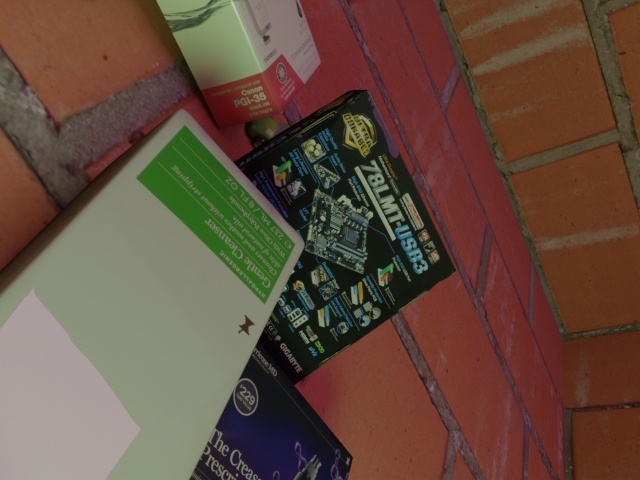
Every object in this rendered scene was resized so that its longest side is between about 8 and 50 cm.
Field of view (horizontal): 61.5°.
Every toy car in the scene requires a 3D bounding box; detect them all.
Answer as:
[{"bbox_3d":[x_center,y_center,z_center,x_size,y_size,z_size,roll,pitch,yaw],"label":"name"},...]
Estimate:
[{"bbox_3d":[-0.038,-0.125,0.915,0.225,0.053,0.239,51,38,-35],"label":"toy car"}]

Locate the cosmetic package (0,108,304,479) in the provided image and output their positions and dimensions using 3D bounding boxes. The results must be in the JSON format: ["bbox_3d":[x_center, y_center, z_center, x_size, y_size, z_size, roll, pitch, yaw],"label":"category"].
[{"bbox_3d":[-0.179,0.081,0.456,0.197,0.155,0.366,48,42,-24],"label":"cosmetic package"}]

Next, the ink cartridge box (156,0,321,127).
[{"bbox_3d":[-0.123,-0.341,0.775,0.283,0.117,0.207,67,31,-32],"label":"ink cartridge box"}]

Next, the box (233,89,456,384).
[{"bbox_3d":[0.000,0.000,0.722,0.296,0.293,0.073,59,-10,-22],"label":"box"}]

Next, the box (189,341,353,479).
[{"bbox_3d":[-0.080,0.264,0.627,0.261,0.103,0.184,56,32,-28],"label":"box"}]
